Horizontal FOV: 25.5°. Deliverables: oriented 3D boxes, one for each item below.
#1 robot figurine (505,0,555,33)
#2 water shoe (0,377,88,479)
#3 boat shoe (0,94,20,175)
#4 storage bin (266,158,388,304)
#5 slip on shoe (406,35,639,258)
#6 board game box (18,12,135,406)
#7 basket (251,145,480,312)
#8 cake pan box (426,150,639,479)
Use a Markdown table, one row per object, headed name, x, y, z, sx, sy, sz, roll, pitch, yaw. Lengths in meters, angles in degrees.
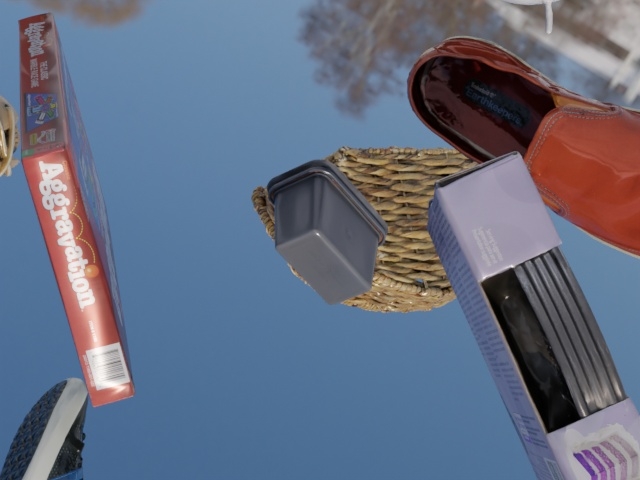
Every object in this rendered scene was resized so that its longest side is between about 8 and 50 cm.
| name | x | y | z | sx | sy | sz | roll | pitch | yaw |
| --- | --- | --- | --- | --- | --- | --- | --- | --- | --- |
| robot figurine | 0.204 | -0.397 | 1.498 | 0.199 | 0.300 | 0.353 | -10 | -115 | -39 |
| water shoe | -0.202 | 0.206 | 1.063 | 0.080 | 0.203 | 0.073 | 27 | 157 | -24 |
| boat shoe | -0.343 | -0.110 | 1.362 | 0.110 | 0.122 | 0.341 | 2 | -158 | -20 |
| storage bin | 0.000 | 0.000 | 1.472 | 0.135 | 0.098 | 0.091 | 48 | -148 | -35 |
| slip on shoe | 0.209 | -0.072 | 1.183 | 0.331 | 0.123 | 0.101 | 32 | -158 | 22 |
| board game box | -0.148 | -0.032 | 0.840 | 0.027 | 0.145 | 0.281 | -13 | -155 | -7 |
| basket | 0.092 | -0.001 | 1.936 | 0.299 | 0.223 | 0.214 | -3 | -102 | -37 |
| cake pan box | 0.152 | 0.072 | 1.013 | 0.267 | 0.070 | 0.246 | 61 | -176 | -83 |
